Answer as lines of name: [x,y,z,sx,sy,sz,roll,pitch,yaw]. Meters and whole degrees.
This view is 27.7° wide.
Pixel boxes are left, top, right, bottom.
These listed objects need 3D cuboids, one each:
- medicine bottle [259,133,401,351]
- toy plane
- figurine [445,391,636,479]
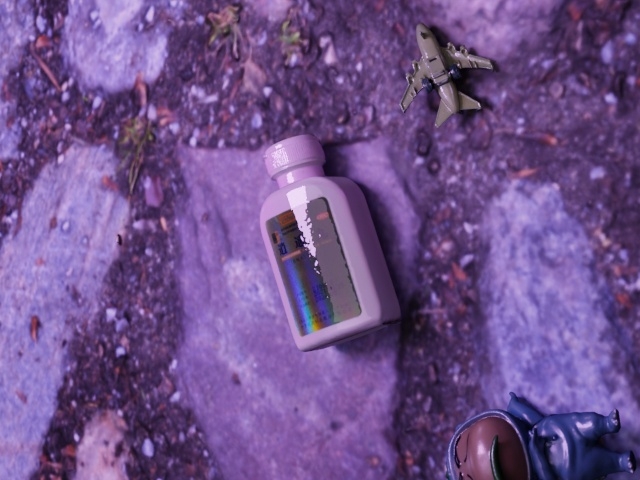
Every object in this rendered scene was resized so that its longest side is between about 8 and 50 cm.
medicine bottle: [0.000,0.000,1.364,0.115,0.078,0.219,-23,80,32]
toy plane: [0.120,-0.171,1.305,0.102,0.040,0.111,-24,80,12]
figurine: [0.197,0.203,1.217,0.178,0.144,0.114,-15,87,20]
